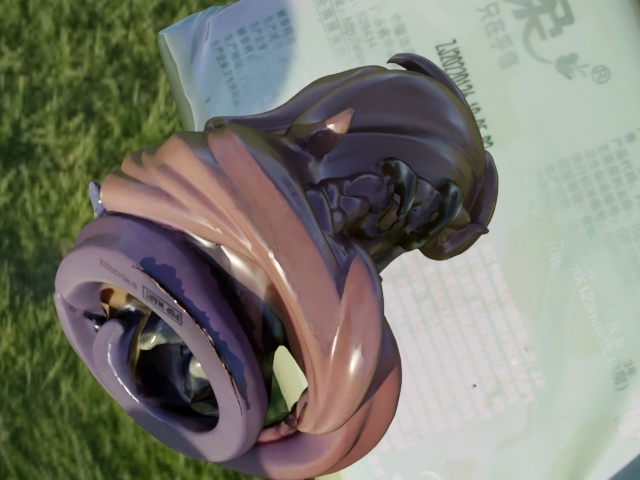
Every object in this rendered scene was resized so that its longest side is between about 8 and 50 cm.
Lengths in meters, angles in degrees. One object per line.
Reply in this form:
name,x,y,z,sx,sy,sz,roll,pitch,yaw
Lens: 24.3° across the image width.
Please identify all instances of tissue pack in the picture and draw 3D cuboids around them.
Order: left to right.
tissue pack,0.113,-0.009,1.041,0.331,0.205,0.405,-22,83,10

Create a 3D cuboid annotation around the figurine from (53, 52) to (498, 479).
figurine,-0.005,-0.003,0.470,0.126,0.114,0.157,34,74,33
